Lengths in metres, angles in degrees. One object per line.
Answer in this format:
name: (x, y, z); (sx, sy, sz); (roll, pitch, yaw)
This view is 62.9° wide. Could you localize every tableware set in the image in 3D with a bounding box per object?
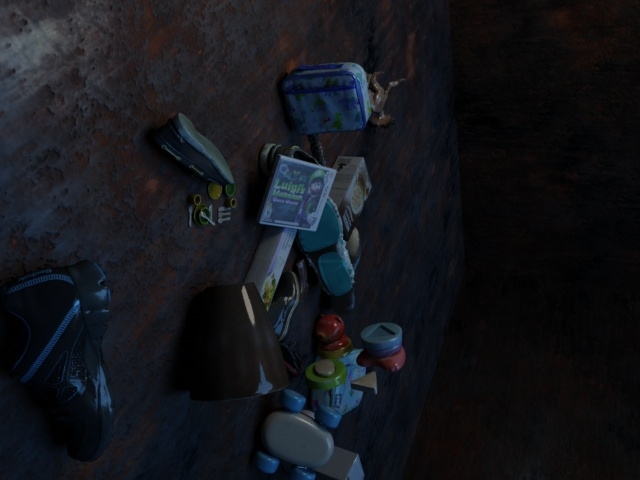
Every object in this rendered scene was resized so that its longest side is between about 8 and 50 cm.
tableware set: (-0.233, -0.085, 1.148); (0.154, 0.024, 0.104); (-15, 110, -62)

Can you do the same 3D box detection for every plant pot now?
plant pot: (-0.187, 0.211, 1.147); (0.215, 0.215, 0.230); (5, 78, -64)

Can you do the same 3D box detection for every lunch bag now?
lunch bag: (0.068, 0.477, 1.813); (0.279, 0.107, 0.224); (12, 85, -64)
lunch bag: (0.014, -0.370, 1.361); (0.090, 0.219, 0.176); (-64, 150, -45)

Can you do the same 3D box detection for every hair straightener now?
hair straightener: (-0.078, 0.347, 1.550); (0.230, 0.047, 0.089); (56, 48, -54)

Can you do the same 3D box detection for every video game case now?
video game case: (-0.057, -0.114, 1.312); (0.190, 0.022, 0.173); (8, 107, -43)

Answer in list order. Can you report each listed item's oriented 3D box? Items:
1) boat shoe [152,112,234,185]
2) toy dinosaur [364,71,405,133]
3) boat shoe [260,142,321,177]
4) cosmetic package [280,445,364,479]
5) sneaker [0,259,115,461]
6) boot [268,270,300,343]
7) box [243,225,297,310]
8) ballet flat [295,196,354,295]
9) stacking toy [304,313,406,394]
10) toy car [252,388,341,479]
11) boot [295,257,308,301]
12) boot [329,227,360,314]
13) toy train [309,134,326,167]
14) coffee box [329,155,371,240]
boat shoe: (-0.249, -0.168, 1.050); (0.081, 0.068, 0.228); (64, 6, 28)
toy dinosaur: (0.184, -0.473, 1.807); (0.295, 0.127, 0.200); (-11, 113, -57)
boat shoe: (-0.050, -0.183, 1.420); (0.305, 0.091, 0.109); (21, 78, -63)
cosmetic package: (0.003, 0.682, 1.582); (0.107, 0.238, 0.127); (-56, 144, -43)
sneaker: (-0.402, 0.197, 0.808); (0.139, 0.125, 0.341); (-10, 110, -35)
boot: (-0.126, 0.160, 1.389); (0.137, 0.077, 0.198); (33, 55, -46)
box: (-0.137, 0.069, 1.337); (0.063, 0.067, 0.324); (55, 47, -54)
ballet flat: (0.000, 0.000, 1.556); (0.147, 0.147, 0.409); (-60, 148, -39)
stacking toy: (0.091, 0.330, 1.603); (0.279, 0.309, 0.130); (-41, 125, -58)
toy car: (-0.069, 0.551, 1.526); (0.238, 0.210, 0.219); (131, -17, -85)
boot: (-0.064, 0.114, 1.531); (0.106, 0.037, 0.114); (-58, 150, -63)
boot: (0.069, 0.095, 1.770); (0.115, 0.112, 0.305); (134, -39, -83)
toy train: (-0.008, -0.270, 1.563); (0.036, 0.027, 0.158); (-71, 153, -47)
coffee box: (0.071, -0.135, 1.675); (0.246, 0.098, 0.141); (-65, 149, -32)
